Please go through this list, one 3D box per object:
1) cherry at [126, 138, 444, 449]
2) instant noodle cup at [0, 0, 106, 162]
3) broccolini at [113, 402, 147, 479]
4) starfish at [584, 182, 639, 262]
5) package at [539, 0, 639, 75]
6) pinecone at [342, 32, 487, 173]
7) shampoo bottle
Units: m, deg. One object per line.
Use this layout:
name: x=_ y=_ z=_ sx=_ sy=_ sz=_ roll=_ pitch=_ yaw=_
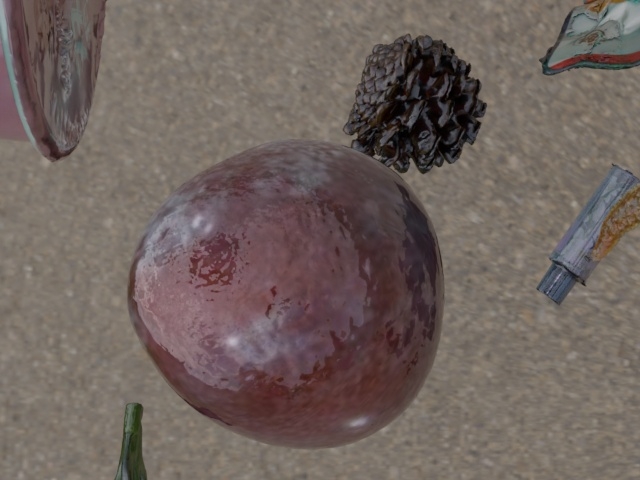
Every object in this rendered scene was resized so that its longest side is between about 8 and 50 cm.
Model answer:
cherry: x=-0.012 y=0.038 z=0.969 sx=0.213 sy=0.285 sz=0.236 roll=-37 pitch=58 yaw=30
instant noodle cup: x=-0.228 y=-0.162 z=0.582 sx=0.231 sy=0.243 sz=0.243 roll=3 pitch=82 yaw=-1
broccolini: x=-0.186 y=0.256 z=1.193 sx=0.068 sy=0.091 sz=0.202 roll=-15 pitch=59 yaw=4
starfish: x=0.343 y=-0.041 z=0.998 sx=0.293 sy=0.084 sz=0.301 roll=48 pitch=125 yaw=46
package: x=0.310 y=-0.231 z=1.200 sx=0.166 sy=0.040 sz=0.232 roll=-3 pitch=36 yaw=32
pinecone: x=0.147 y=-0.200 z=1.888 sx=0.221 sy=0.221 sz=0.221 roll=-5 pitch=79 yaw=29
shampoo bottle: x=0.390 y=-0.005 z=1.820 sx=0.072 sy=0.072 sz=0.214 roll=36 pitch=94 yaw=29
